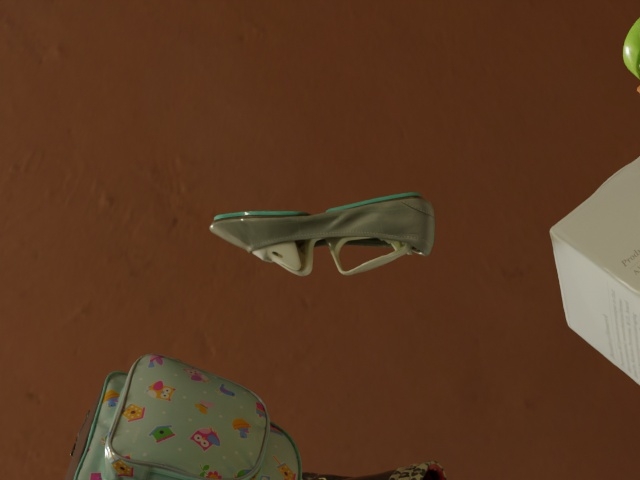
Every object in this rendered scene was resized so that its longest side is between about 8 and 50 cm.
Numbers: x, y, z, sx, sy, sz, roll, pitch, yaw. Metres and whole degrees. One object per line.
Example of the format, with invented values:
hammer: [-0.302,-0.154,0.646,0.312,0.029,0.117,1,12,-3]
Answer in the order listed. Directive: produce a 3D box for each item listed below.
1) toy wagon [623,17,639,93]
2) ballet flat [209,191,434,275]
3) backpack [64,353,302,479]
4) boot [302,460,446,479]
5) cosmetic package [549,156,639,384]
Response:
toy wagon: [0.279,-0.043,0.896,0.068,0.267,0.344,-40,-44,5]
ballet flat: [0.000,0.000,1.364,0.213,0.072,0.068,-6,-99,13]
backpack: [-0.107,0.195,1.226,0.188,0.166,0.144,24,-57,-10]
boot: [0.008,0.283,1.333,0.178,0.236,0.085,-12,-64,26]
cosmetic package: [0.312,0.037,1.229,0.151,0.183,0.151,-37,-39,-13]
